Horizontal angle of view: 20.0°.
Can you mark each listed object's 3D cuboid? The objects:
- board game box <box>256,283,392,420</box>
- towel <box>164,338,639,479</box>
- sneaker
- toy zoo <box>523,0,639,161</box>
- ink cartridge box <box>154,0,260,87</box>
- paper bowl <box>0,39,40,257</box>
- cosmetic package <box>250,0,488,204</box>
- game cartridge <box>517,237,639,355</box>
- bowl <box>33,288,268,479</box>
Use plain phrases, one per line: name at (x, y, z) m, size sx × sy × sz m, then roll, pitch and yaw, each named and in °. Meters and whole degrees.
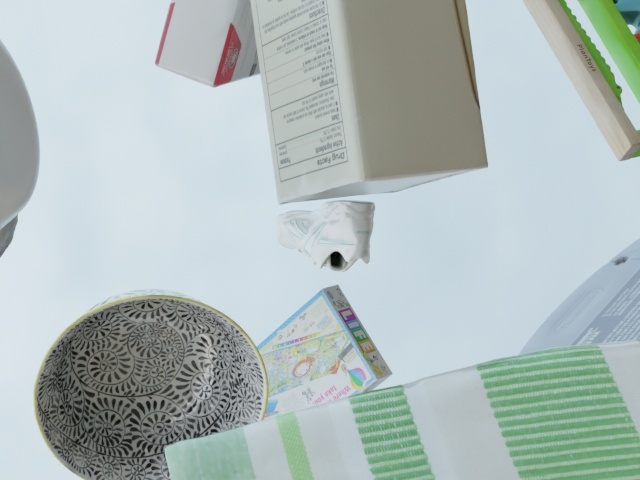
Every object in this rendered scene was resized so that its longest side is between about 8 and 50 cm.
board game box at (-0.011, 0.127, 1.759) m, size 0.026 × 0.103 × 0.154 m, roll -14°, pitch -22°, yaw -50°
towel at (0.089, 0.180, 1.062) m, size 0.038 × 0.324 × 0.248 m, roll 80°, pitch 173°, yaw -48°
sneaker at (0.000, 0.000, 1.669) m, size 0.053 × 0.152 × 0.061 m, roll 0°, pitch -96°, yaw -28°
toy zoo at (0.351, -0.185, 1.679) m, size 0.293 × 0.192 × 0.030 m, roll -15°, pitch -25°, yaw -27°
ink cartridge box at (-0.078, -0.201, 1.585) m, size 0.150 × 0.063 × 0.109 m, roll -32°, pitch -40°, yaw -70°
paper bowl at (-0.366, -0.103, 1.684) m, size 0.284 × 0.148 × 0.284 m, roll -14°, pitch -90°, yaw -74°
cosmetic package at (0.024, -0.191, 1.379) m, size 0.113 × 0.160 × 0.310 m, roll -8°, pitch -91°, yaw -25°
game cartridge at (0.282, 0.075, 1.562) m, size 0.294 × 0.196 × 0.060 m, roll -41°, pitch -64°, yaw -39°
bowl at (-0.128, 0.096, 1.340) m, size 0.080 × 0.170 × 0.170 m, roll -110°, pitch 18°, yaw -62°
